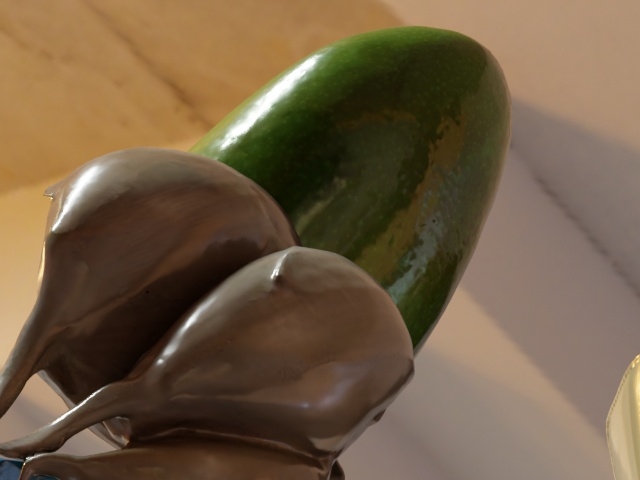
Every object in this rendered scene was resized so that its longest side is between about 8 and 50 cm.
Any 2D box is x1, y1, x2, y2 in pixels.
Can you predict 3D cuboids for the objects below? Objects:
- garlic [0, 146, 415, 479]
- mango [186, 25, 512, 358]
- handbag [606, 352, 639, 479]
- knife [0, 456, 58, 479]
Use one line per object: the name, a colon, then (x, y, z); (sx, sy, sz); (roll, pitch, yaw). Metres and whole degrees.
garlic: (-0.070, 0.083, 0.948); (0.210, 0.237, 0.292); (29, -14, 24)
mango: (0.000, 0.000, 1.352); (0.225, 0.382, 0.201); (49, -15, -16)
handbag: (0.320, 0.278, 1.480); (0.160, 0.359, 0.237); (-6, -32, 3)
knife: (-0.134, 0.162, 1.249); (0.026, 0.044, 0.296); (26, 1, 27)
